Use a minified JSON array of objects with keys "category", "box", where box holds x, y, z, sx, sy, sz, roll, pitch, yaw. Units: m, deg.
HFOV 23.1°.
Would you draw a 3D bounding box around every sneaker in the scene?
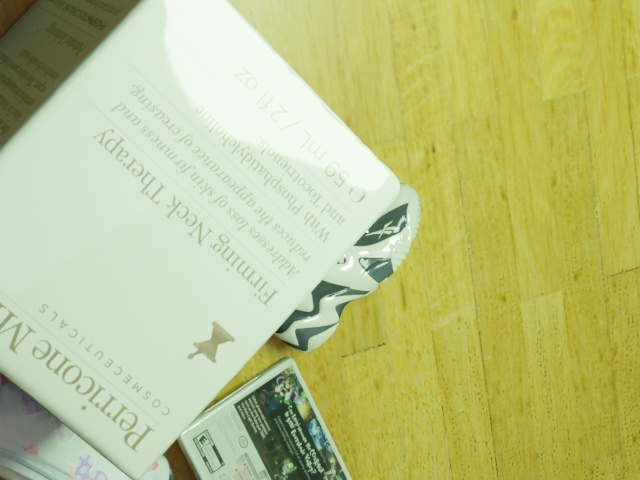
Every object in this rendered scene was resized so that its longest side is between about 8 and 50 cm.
[{"category":"sneaker","box":[0.000,0.000,1.806,0.235,0.094,0.153,-46,125,4]}]

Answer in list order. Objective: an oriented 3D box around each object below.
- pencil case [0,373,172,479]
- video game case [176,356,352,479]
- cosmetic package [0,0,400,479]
[{"category":"pencil case","box":[-0.293,0.232,1.714,0.113,0.124,0.273,-33,125,28]},{"category":"video game case","box":[-0.062,0.262,1.851,0.173,0.022,0.190,-32,105,-27]},{"category":"cosmetic package","box":[-0.204,-0.046,1.579,0.394,0.327,0.329,-48,116,-4]}]
